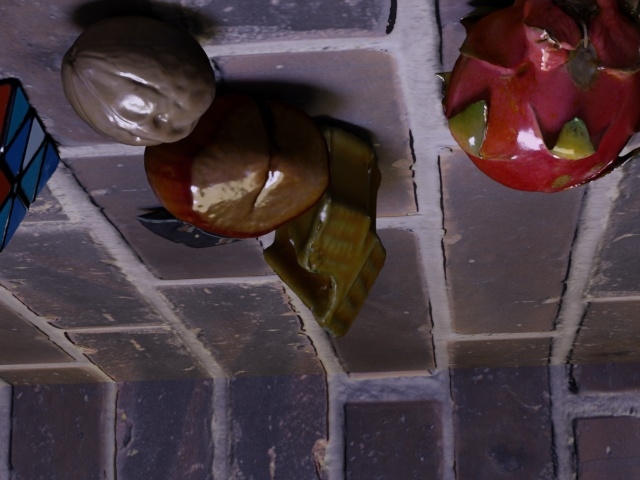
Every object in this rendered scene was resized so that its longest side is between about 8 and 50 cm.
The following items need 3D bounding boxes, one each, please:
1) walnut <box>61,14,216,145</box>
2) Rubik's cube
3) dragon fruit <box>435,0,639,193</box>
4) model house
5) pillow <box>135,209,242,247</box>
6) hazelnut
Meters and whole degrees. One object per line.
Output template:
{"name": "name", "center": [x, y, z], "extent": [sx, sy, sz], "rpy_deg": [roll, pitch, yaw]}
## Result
{"name": "walnut", "center": [-0.188, -0.165, 1.700], "extent": [0.140, 0.140, 0.162], "rpy_deg": [-13, 170, 37]}
{"name": "Rubik's cube", "center": [-0.467, -0.121, 1.954], "extent": [0.234, 0.284, 0.250], "rpy_deg": [19, 140, 6]}
{"name": "dragon fruit", "center": [0.232, -0.157, 1.646], "extent": [0.224, 0.224, 0.227], "rpy_deg": [7, 161, -27]}
{"name": "model house", "center": [-0.007, -0.002, 2.108], "extent": [0.173, 0.239, 0.268], "rpy_deg": [-3, 166, 11]}
{"name": "pillow", "center": [-0.190, -0.016, 2.402], "extent": [0.090, 0.048, 0.150], "rpy_deg": [-14, 163, 31]}
{"name": "hazelnut", "center": [-0.100, -0.095, 1.933], "extent": [0.212, 0.180, 0.181], "rpy_deg": [4, 135, -24]}
